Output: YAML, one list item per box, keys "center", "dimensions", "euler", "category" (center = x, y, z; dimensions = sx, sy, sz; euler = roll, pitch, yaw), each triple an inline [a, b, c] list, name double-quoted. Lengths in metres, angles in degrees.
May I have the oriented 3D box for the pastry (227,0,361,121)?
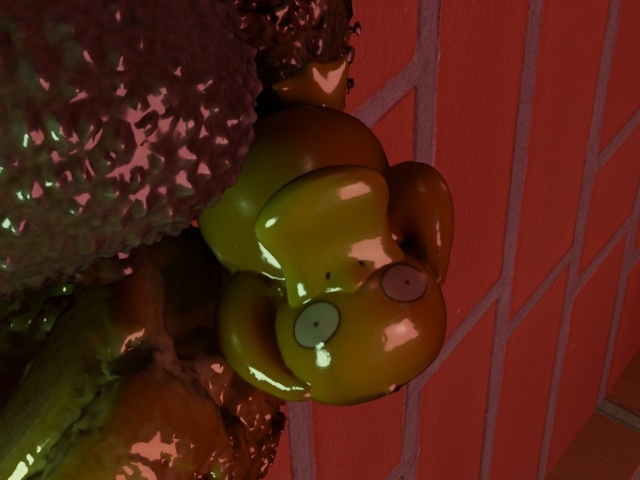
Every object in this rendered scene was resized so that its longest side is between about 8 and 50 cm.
- center: [-0.055, -0.135, 1.191]
  dimensions: [0.275, 0.193, 0.275]
  euler: [-43, 146, -39]
  category: "pastry"

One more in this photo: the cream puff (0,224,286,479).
- center: [-0.152, 0.139, 1.102]
  dimensions: [0.231, 0.343, 0.327]
  euler: [35, 88, -28]
  category: "cream puff"

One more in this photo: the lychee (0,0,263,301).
- center: [-0.188, -0.099, 0.884]
  dimensions: [0.300, 0.300, 0.300]
  euler: [-44, 148, -36]
  category: "lychee"

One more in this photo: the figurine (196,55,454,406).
- center: [-0.002, -0.002, 1.015]
  dimensions: [0.215, 0.228, 0.215]
  euler: [-11, 123, -16]
  category: "figurine"
